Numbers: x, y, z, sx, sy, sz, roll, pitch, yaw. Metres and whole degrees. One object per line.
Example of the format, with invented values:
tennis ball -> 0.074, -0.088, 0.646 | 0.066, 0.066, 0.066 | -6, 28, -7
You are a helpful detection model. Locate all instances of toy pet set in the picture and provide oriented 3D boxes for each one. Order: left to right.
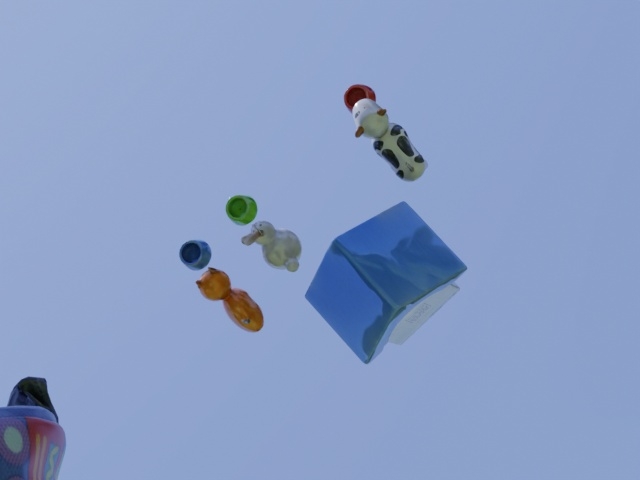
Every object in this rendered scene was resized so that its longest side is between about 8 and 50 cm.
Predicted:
toy pet set -> 0.000, 0.000, 0.765 | 0.122, 0.114, 0.065 | -45, -20, 8

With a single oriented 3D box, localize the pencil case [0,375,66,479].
pencil case -> -0.107, 0.198, 0.525 | 0.119, 0.306, 0.133 | -13, -13, -8
